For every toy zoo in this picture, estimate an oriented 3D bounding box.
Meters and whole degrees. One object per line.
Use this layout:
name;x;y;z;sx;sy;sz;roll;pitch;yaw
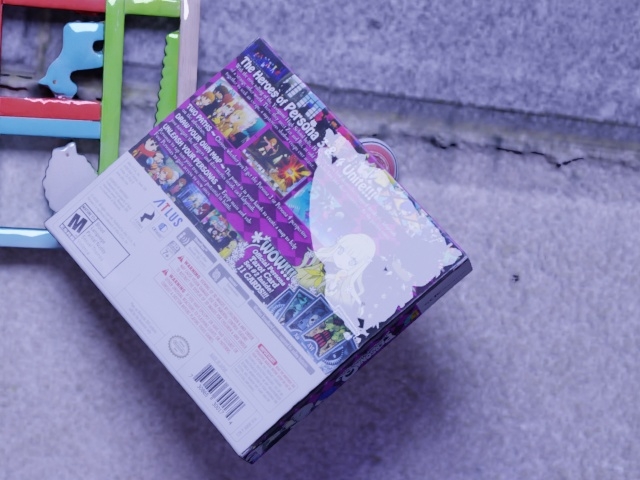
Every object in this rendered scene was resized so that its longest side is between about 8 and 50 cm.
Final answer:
toy zoo;-0.239;-0.091;1.449;0.293;0.030;0.192;3;94;-8

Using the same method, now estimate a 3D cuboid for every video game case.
video game case;-0.046;0.004;1.396;0.210;0.042;0.232;-42;70;-3

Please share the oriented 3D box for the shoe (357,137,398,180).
shoe;0.000;0.000;1.461;0.063;0.081;0.178;40;88;-8
